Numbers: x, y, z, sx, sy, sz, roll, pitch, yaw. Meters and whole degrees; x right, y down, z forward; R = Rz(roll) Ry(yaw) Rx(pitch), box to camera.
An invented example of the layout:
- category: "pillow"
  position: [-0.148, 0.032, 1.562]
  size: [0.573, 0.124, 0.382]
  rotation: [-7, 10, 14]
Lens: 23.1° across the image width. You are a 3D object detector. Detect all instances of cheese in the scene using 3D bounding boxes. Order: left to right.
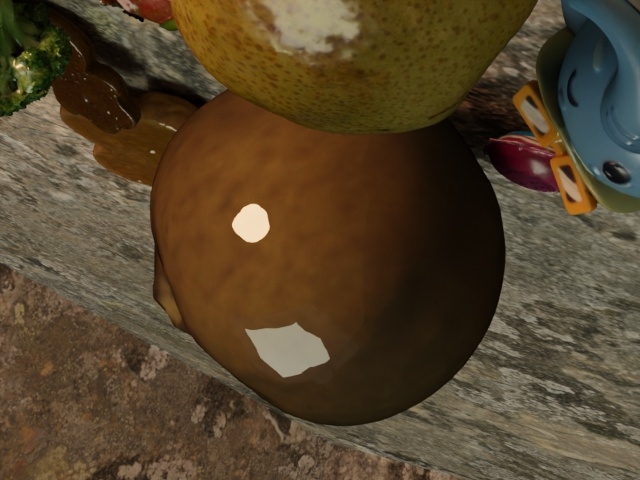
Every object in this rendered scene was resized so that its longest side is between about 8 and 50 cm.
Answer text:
- category: "cheese"
  position: [0.194, -0.059, 1.329]
  size: [0.095, 0.038, 0.145]
  rotation: [11, 169, 42]

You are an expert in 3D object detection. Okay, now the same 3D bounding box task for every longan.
- category: "longan"
  position: [0.000, 0.000, 1.315]
  size: [0.319, 0.319, 0.319]
  rotation: [20, 167, 5]

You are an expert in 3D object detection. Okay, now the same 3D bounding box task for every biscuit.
- category: "biscuit"
  position: [-0.247, -0.171, 1.517]
  size: [0.175, 0.026, 0.124]
  rotation: [45, 151, -24]
- category: "biscuit"
  position: [-0.098, -0.082, 1.654]
  size: [0.355, 0.052, 0.275]
  rotation: [14, 163, 21]

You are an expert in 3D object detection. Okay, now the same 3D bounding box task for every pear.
- category: "pear"
  position: [0.010, -0.163, 0.874]
  size: [0.211, 0.188, 0.228]
  rotation: [20, 159, -7]

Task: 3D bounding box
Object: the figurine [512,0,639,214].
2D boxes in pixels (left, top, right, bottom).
- category: "figurine"
  position: [0.221, -0.107, 0.932]
  size: [0.180, 0.154, 0.262]
  rotation: [31, 149, -3]

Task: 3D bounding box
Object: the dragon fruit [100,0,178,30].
- category: "dragon fruit"
  position: [-0.072, -0.211, 1.010]
  size: [0.175, 0.142, 0.138]
  rotation: [-21, 105, 25]

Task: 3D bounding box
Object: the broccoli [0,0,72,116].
- category: "broccoli"
  position: [-0.361, -0.196, 1.320]
  size: [0.294, 0.265, 0.245]
  rotation: [21, 133, -29]
